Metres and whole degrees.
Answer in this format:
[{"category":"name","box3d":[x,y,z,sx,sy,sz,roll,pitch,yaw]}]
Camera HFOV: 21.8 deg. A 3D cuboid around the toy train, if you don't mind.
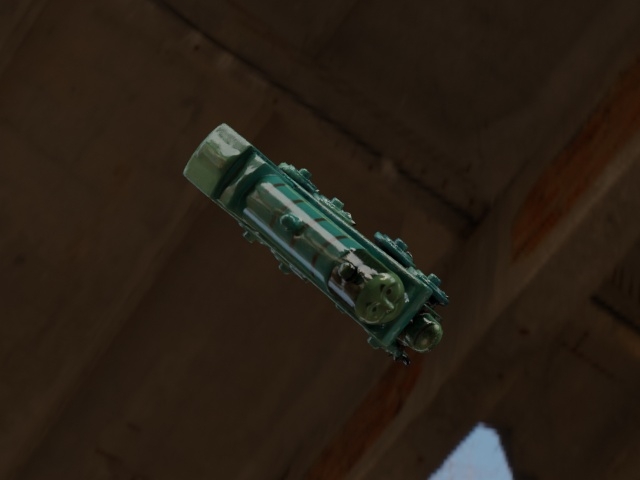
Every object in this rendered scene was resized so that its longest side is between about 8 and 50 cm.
[{"category":"toy train","box3d":[0.000,0.000,0.471,0.029,0.092,0.045,-51,-41,1]}]
